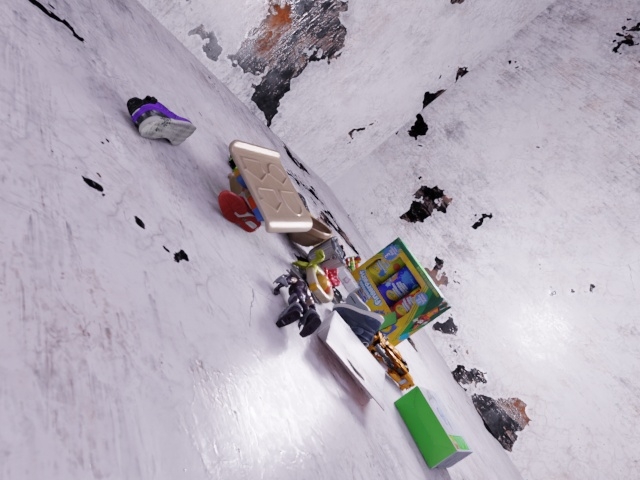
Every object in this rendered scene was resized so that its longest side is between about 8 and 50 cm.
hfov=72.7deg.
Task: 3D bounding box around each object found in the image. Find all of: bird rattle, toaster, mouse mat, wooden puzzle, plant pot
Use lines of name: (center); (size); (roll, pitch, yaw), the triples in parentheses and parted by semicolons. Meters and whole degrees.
bird rattle: (-0.007, 0.167, 1.761); (0.207, 0.143, 0.254); (-98, 163, -47)
toaster: (0.030, 0.068, 1.985); (0.129, 0.146, 0.227); (62, 10, -10)
mouse mat: (0.239, 0.360, 1.836); (0.007, 0.189, 0.152); (60, 11, -4)
wooden puzzle: (-0.190, -0.183, 1.610); (0.322, 0.080, 0.348); (-4, 68, -63)
plant pot: (-0.075, -0.045, 1.970); (0.237, 0.110, 0.237); (28, 14, -7)

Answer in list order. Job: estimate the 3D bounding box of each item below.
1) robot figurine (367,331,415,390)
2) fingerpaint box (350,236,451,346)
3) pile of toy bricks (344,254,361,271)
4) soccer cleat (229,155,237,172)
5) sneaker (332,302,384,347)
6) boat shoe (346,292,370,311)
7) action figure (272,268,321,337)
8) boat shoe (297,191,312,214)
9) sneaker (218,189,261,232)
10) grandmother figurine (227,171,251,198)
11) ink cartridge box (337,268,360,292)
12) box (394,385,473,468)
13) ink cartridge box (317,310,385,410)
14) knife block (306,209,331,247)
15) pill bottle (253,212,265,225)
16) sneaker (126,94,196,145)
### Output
robot figurine: (0.290, 0.501, 1.862); (0.291, 0.085, 0.211); (49, 11, -18)
fingerpaint box: (0.395, 0.263, 2.281); (0.163, 0.371, 0.445); (40, 17, -46)
pile of toy bricks: (0.188, 0.147, 2.572); (0.212, 0.118, 0.105); (140, -60, -86)
soccer cleat: (-0.382, -0.360, 1.956); (0.072, 0.060, 0.179); (37, 21, -47)
sneaker: (0.113, 0.338, 1.683); (0.226, 0.163, 0.086); (10, -33, 36)
boat shoe: (0.198, 0.330, 2.028); (0.076, 0.083, 0.226); (42, 14, -37)
action figure: (-0.074, 0.195, 1.377); (0.185, 0.099, 0.285); (41, 10, -14)
boat shoe: (-0.115, -0.198, 2.476); (0.076, 0.080, 0.229); (38, 25, -55)
sneaker: (-0.304, -0.122, 1.520); (0.128, 0.087, 0.221); (50, -4, 38)
grandmother figurine: (-0.276, -0.255, 1.816); (0.207, 0.104, 0.342); (27, 18, -9)
ink cartridge box: (0.147, 0.213, 2.273); (0.122, 0.052, 0.088); (57, 12, 17)
box: (0.431, 0.716, 1.664); (0.231, 0.126, 0.262); (36, 19, -48)
ink cartridge box: (0.104, 0.408, 1.467); (0.296, 0.066, 0.261); (51, 15, -3)
knife block: (0.000, 0.000, 2.260); (0.275, 0.088, 0.242); (42, 15, -44)
pill bottle: (-0.200, -0.137, 1.817); (0.121, 0.121, 0.216); (50, 11, -9)
sneaker: (-0.524, -0.408, 1.431); (0.146, 0.102, 0.293); (52, 11, 3)
